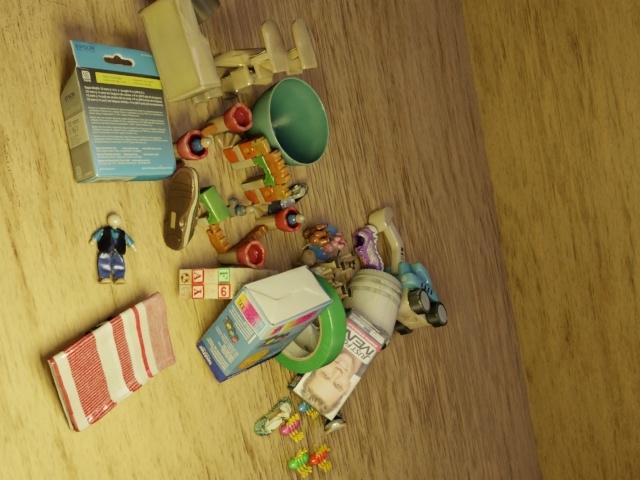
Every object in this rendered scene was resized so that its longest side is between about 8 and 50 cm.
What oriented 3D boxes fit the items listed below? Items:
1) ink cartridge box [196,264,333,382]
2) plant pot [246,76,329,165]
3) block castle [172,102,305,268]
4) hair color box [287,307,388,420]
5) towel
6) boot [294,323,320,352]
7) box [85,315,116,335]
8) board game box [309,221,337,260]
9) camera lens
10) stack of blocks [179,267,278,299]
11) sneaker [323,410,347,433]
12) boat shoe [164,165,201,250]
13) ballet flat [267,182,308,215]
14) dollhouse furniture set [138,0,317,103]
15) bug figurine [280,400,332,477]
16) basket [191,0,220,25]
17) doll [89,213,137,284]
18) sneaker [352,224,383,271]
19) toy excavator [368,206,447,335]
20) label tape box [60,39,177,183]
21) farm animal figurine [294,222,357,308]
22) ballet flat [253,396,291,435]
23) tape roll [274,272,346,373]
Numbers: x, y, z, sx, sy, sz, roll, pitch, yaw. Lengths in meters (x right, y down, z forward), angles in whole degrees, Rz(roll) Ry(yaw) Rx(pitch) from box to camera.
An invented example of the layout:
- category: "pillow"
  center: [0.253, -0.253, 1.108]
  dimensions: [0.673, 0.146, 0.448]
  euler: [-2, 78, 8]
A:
- category: "ink cartridge box"
  center: [-0.186, 0.265, 1.711]
  dimensions: [0.270, 0.395, 0.151]
  euler: [-16, 66, -48]
- category: "plant pot"
  center: [-0.137, -0.383, 1.941]
  dimensions: [0.290, 0.196, 0.290]
  euler: [10, 77, -48]
- category: "block castle"
  center: [-0.249, -0.166, 1.766]
  dimensions: [0.303, 0.213, 0.453]
  euler: [-46, 118, -43]
- category: "hair color box"
  center: [0.062, 0.420, 1.962]
  dimensions: [0.174, 0.105, 0.347]
  euler: [40, 73, -7]
- category: "towel"
  center: [-0.515, 0.306, 1.461]
  dimensions: [0.329, 0.037, 0.236]
  euler: [-36, 132, -46]
- category: "boot"
  center: [-0.028, 0.340, 2.062]
  dimensions: [0.123, 0.095, 0.258]
  euler: [-50, 130, -48]
- category: "box"
  center: [-0.550, 0.243, 1.476]
  dimensions: [0.083, 0.052, 0.062]
  euler: [-37, 113, -45]
- category: "board game box"
  center: [0.000, 0.000, 2.169]
  dimensions: [0.169, 0.033, 0.133]
  euler: [23, 88, -54]
- category: "camera lens"
  center: [0.188, 0.276, 2.211]
  dimensions: [0.219, 0.220, 0.274]
  euler: [44, 54, -37]
- category: "stack of blocks"
  center: [-0.269, 0.133, 1.728]
  dimensions: [0.297, 0.171, 0.087]
  euler: [11, 76, -67]
- category: "sneaker"
  center: [0.041, 0.632, 2.048]
  dimensions: [0.215, 0.084, 0.083]
  euler: [114, -43, -84]
- category: "boat shoe"
  center: [-0.388, -0.100, 1.636]
  dimensions: [0.095, 0.095, 0.257]
  euler: [-41, 154, -60]
- category: "ballet flat"
  center: [-0.108, -0.152, 2.041]
  dimensions: [0.203, 0.074, 0.074]
  euler: [-42, 116, -44]
- category: "dollhouse furniture set"
  center: [-0.285, -0.566, 1.658]
  dimensions: [0.394, 0.362, 0.256]
  euler: [-28, 106, -49]
- category: "bug figurine"
  center: [-0.053, 0.681, 1.982]
  dimensions: [0.216, 0.072, 0.278]
  euler: [-12, 89, -56]
- category: "basket"
  center: [-0.419, -0.770, 1.708]
  dimensions: [0.227, 0.154, 0.204]
  euler: [50, 52, -38]
- category: "doll"
  center: [-0.547, 0.022, 1.516]
  dimensions: [0.129, 0.046, 0.188]
  euler: [6, 74, -40]
- category: "sneaker"
  center: [0.187, 0.056, 2.350]
  dimensions: [0.105, 0.095, 0.236]
  euler: [-7, 85, -43]
- category: "toy excavator"
  center: [0.348, 0.131, 2.468]
  dimensions: [0.433, 0.222, 0.444]
  euler: [37, 44, -40]
- category: "label tape box"
  center: [-0.542, -0.333, 1.525]
  dimensions: [0.249, 0.115, 0.347]
  euler: [-11, 89, -50]
- category: "farm animal figurine"
  center: [0.009, 0.109, 2.051]
  dimensions: [0.330, 0.172, 0.326]
  euler: [48, 29, -52]
- category: "ballet flat"
  center: [-0.140, 0.590, 1.901]
  dimensions: [0.188, 0.070, 0.070]
  euler: [-35, 111, -47]
- category: "tape roll"
  center: [-0.062, 0.261, 1.839]
  dimensions: [0.077, 0.321, 0.321]
  euler: [-9, 92, -48]
